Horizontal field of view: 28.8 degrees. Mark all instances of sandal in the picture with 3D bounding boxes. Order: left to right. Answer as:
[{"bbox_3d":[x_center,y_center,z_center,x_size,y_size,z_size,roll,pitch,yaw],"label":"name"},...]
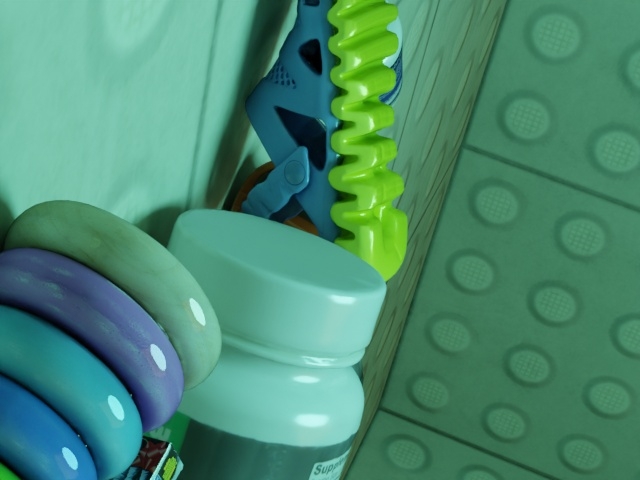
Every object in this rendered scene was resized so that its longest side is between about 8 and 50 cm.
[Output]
[{"bbox_3d":[-0.006,-0.121,1.065,0.126,0.138,0.318,-9,99,-66],"label":"sandal"}]

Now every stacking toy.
[{"bbox_3d":[-0.190,0.135,0.627,0.330,0.141,0.141,-54,164,-32],"label":"stacking toy"}]

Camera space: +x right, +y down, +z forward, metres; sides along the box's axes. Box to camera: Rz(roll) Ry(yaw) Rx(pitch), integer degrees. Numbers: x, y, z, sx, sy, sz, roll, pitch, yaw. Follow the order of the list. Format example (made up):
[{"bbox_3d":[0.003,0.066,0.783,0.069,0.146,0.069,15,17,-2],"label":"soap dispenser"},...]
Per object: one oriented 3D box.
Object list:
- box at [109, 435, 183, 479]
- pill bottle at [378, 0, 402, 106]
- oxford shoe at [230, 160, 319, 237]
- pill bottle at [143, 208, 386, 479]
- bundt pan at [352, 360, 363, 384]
[{"bbox_3d":[-0.161,0.147,0.725,0.027,0.137,0.094,73,35,-45],"label":"box"},{"bbox_3d":[0.034,-0.187,1.223,0.169,0.094,0.094,78,35,-74],"label":"pill bottle"},{"bbox_3d":[-0.071,0.106,1.193,0.133,0.129,0.364,98,16,-82],"label":"oxford shoe"},{"bbox_3d":[-0.086,0.171,0.995,0.204,0.204,0.361,-34,144,-74],"label":"pill bottle"},{"bbox_3d":[-0.035,0.265,1.741,0.331,0.124,0.331,22,90,-80],"label":"bundt pan"}]
